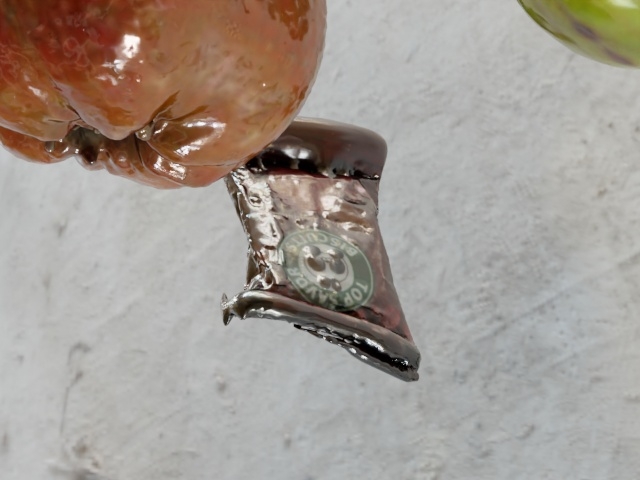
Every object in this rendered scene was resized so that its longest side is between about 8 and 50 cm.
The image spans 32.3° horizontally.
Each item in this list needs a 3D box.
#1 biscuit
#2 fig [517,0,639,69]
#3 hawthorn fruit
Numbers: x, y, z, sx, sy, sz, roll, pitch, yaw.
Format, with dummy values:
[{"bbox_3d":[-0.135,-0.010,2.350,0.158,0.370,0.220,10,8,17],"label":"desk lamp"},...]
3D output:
[{"bbox_3d":[-0.006,-0.002,0.835,0.235,0.151,0.063,-99,26,-43],"label":"biscuit"},{"bbox_3d":[0.084,-0.109,0.340,0.093,0.166,0.093,-10,73,35],"label":"fig"},{"bbox_3d":[-0.064,-0.090,0.376,0.132,0.132,0.138,-10,68,45],"label":"hawthorn fruit"}]
